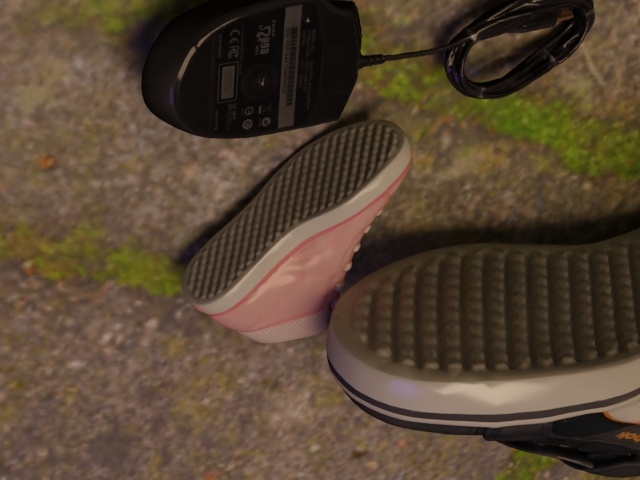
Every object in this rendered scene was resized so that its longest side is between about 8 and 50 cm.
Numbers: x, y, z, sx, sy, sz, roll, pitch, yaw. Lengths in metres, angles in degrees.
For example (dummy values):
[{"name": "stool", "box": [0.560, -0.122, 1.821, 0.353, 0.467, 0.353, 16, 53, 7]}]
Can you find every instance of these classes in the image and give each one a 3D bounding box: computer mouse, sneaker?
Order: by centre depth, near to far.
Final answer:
[{"name": "computer mouse", "box": [0.025, -0.094, 0.722, 0.242, 0.041, 0.071, -10, 124, -27]}, {"name": "sneaker", "box": [0.000, 0.000, 0.761, 0.134, 0.051, 0.070, -40, 135, 5]}, {"name": "sneaker", "box": [0.143, 0.071, 0.813, 0.321, 0.126, 0.127, -9, 127, -29]}]
